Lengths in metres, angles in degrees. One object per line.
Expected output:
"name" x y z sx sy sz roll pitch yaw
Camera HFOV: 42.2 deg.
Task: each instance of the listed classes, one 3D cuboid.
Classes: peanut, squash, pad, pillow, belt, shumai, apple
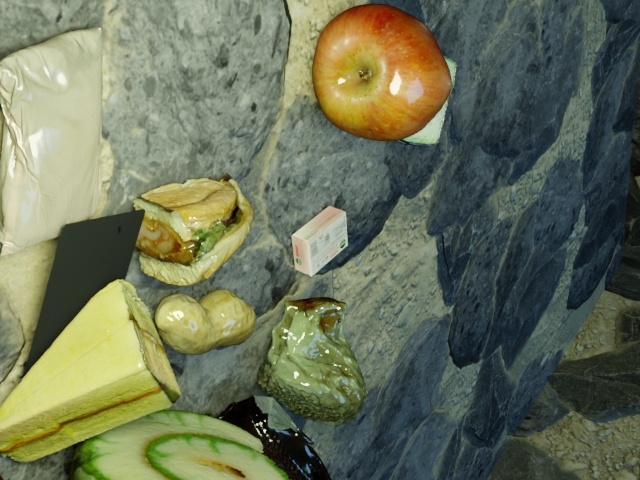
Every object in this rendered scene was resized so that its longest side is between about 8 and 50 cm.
"peanut" -0.195 0.139 1.409 0.229 0.098 0.103 -2 70 -57
"squash" 0.170 -0.298 1.698 0.184 0.085 0.192 6 105 -27
"pad" -0.340 0.078 1.188 0.159 0.009 0.265 -17 134 -57
"pillow" -0.341 -0.125 1.043 0.173 0.067 0.270 -29 134 -52
"belt" -0.082 0.424 1.598 0.164 0.289 0.184 -35 -169 13
"shumai" 0.003 0.243 1.670 0.261 0.225 0.222 75 36 -54
"apple" 0.115 -0.291 1.449 0.241 0.242 0.242 -23 129 -56

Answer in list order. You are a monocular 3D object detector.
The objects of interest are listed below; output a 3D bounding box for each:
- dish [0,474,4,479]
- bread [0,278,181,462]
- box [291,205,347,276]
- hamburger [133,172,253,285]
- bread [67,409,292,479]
"dish" -0.512 0.379 1.123 0.190 0.066 0.191 -32 135 -39
"bread" -0.364 0.192 1.222 0.264 0.163 0.168 -21 150 -6
"box" 0.000 0.000 1.652 0.125 0.043 0.089 -38 139 -37
"hamburger" -0.178 -0.014 1.291 0.207 0.155 0.135 -30 138 -54
"bread" -0.209 0.400 1.302 0.382 0.366 0.129 -18 125 -70
